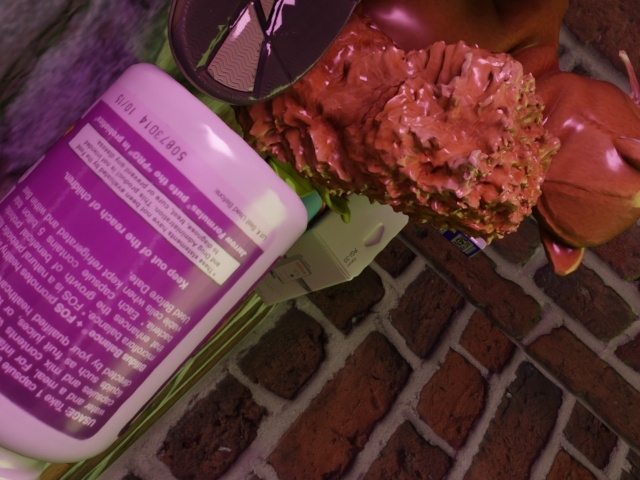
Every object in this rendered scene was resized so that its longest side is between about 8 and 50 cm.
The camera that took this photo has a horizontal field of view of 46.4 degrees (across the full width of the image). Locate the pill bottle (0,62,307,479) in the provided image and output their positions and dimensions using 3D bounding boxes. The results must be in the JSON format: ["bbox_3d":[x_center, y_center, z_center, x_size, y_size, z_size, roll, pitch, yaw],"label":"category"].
[{"bbox_3d":[-0.164,0.040,0.513,0.301,0.169,0.169,-48,175,-4],"label":"pill bottle"}]

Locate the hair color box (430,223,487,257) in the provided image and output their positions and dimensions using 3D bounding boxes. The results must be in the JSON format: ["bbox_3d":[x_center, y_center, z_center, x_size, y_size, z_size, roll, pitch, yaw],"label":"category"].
[{"bbox_3d":[0.238,-0.148,1.484,0.185,0.339,0.110,-47,174,-12],"label":"hair color box"}]

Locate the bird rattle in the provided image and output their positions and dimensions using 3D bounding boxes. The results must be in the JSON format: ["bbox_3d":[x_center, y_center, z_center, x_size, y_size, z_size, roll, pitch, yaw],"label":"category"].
[{"bbox_3d":[0.032,-0.140,1.091,0.253,0.143,0.207,-46,159,-55],"label":"bird rattle"}]

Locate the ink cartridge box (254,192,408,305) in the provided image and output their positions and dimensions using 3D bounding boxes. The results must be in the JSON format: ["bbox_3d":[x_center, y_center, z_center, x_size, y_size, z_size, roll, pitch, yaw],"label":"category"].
[{"bbox_3d":[0.000,0.000,1.419,0.207,0.117,0.283,-44,-167,-36],"label":"ink cartridge box"}]

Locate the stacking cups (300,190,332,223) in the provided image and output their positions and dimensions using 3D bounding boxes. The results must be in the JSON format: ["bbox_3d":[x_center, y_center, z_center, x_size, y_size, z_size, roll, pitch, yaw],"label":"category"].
[{"bbox_3d":[-0.047,-0.065,1.265,0.316,0.096,0.096,-50,178,-40],"label":"stacking cups"}]

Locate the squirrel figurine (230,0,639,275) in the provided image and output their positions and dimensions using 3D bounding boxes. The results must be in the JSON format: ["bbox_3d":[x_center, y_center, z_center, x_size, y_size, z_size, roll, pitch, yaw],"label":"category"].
[{"bbox_3d":[0.134,-0.112,0.695,0.397,0.370,0.281,-42,173,-46],"label":"squirrel figurine"}]

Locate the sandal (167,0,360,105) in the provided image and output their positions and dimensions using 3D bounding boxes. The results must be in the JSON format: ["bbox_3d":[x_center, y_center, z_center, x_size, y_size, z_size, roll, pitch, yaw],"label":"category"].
[{"bbox_3d":[0.008,-0.212,0.501,0.303,0.120,0.086,-45,-158,-15],"label":"sandal"}]
